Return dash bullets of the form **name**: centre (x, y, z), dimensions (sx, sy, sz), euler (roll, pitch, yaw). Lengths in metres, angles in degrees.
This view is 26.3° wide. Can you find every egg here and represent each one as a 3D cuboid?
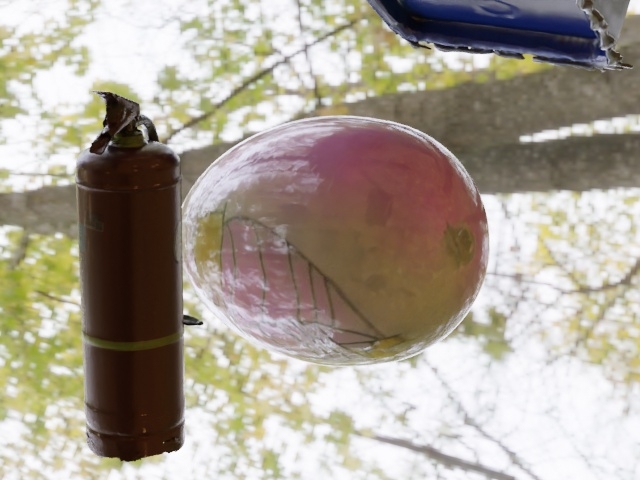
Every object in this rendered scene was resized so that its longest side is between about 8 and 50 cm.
- **egg**: centre (0.000, 0.000, 1.047), dimensions (0.196, 0.271, 0.196), euler (-3, -86, -59)

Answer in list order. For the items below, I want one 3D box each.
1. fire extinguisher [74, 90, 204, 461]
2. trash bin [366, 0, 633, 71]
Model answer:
- **fire extinguisher**: centre (-0.064, 0.010, 0.478), dimensions (0.056, 0.039, 0.132), euler (-43, -45, -69)
- **trash bin**: centre (0.091, -0.209, 0.599), dimensions (0.184, 0.163, 0.234), euler (31, -107, -64)
